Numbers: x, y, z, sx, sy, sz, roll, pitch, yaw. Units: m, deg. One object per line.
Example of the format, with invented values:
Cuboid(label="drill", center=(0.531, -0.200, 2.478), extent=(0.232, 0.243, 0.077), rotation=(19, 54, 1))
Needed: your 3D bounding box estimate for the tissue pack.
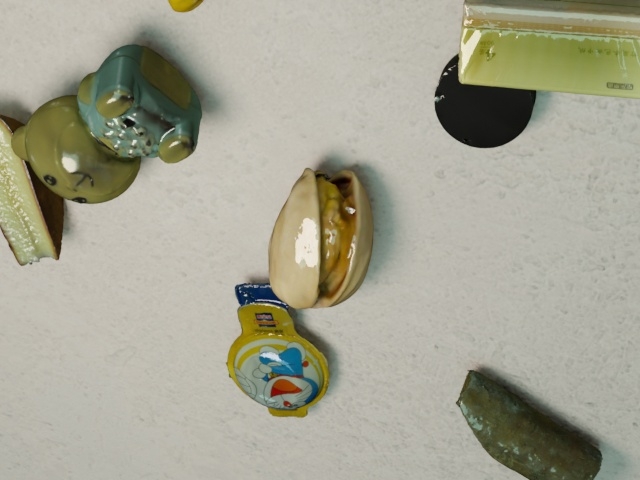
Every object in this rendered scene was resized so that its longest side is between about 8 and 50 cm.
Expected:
Cuboid(label="tissue pack", center=(0.293, -0.260, 1.395), extent=(0.234, 0.159, 0.125), rotation=(7, 123, 12))

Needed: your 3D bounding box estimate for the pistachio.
Cuboid(label="pistachio", center=(0.000, 0.000, 1.669), extent=(0.157, 0.157, 0.229), rotation=(15, 119, 8))

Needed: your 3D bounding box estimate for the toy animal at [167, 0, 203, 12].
Cuboid(label="toy animal", center=(-0.174, -0.357, 1.526), extent=(0.114, 0.091, 0.082), rotation=(-25, 98, 30))

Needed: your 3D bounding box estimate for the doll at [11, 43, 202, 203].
Cuboid(label="doll", center=(-0.309, -0.156, 1.645), extent=(0.260, 0.161, 0.177), rotation=(-34, 129, 29))

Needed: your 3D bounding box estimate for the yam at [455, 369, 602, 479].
Cuboid(label="yam", center=(0.314, 0.306, 1.785), extent=(0.259, 0.106, 0.106), rotation=(32, 125, -5))

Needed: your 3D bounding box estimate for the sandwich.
Cuboid(label="sandwich", center=(-0.469, -0.091, 1.777), extent=(0.094, 0.096, 0.258), rotation=(-7, 118, 14))

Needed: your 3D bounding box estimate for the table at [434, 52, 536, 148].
Cuboid(label="table", center=(0.220, -0.191, 1.532), extent=(0.133, 0.043, 0.133), rotation=(8, 123, 12))

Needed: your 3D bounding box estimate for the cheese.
Cuboid(label="cheese", center=(-0.075, 0.180, 1.842), extent=(0.177, 0.069, 0.270), rotation=(0, 121, 17))
